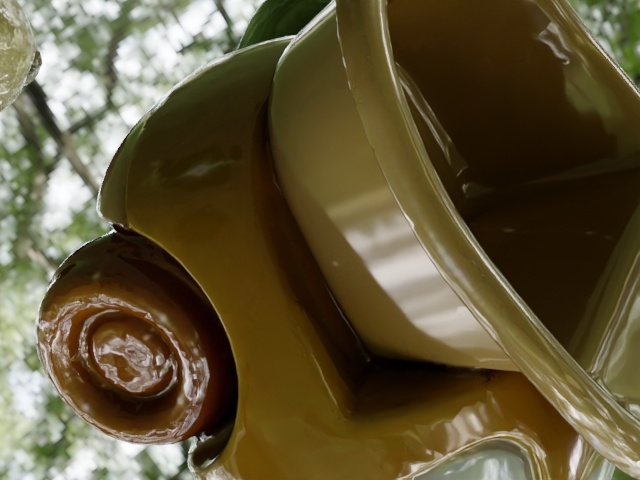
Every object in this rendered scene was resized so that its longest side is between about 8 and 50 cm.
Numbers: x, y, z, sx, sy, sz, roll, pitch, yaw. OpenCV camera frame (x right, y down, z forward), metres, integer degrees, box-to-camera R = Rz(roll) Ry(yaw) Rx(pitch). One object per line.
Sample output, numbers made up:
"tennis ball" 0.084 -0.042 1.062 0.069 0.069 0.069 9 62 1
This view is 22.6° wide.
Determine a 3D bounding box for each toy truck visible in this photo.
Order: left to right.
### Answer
"toy truck" 0.031 0.026 0.634 0.211 0.288 0.204 -24 -164 33

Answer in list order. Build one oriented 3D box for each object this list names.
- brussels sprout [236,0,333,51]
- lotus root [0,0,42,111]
"brussels sprout" 0.023 -0.105 0.997 0.155 0.117 0.155 -5 -122 8
"lotus root" -0.304 -0.143 1.048 0.146 0.303 0.131 -33 -122 27
